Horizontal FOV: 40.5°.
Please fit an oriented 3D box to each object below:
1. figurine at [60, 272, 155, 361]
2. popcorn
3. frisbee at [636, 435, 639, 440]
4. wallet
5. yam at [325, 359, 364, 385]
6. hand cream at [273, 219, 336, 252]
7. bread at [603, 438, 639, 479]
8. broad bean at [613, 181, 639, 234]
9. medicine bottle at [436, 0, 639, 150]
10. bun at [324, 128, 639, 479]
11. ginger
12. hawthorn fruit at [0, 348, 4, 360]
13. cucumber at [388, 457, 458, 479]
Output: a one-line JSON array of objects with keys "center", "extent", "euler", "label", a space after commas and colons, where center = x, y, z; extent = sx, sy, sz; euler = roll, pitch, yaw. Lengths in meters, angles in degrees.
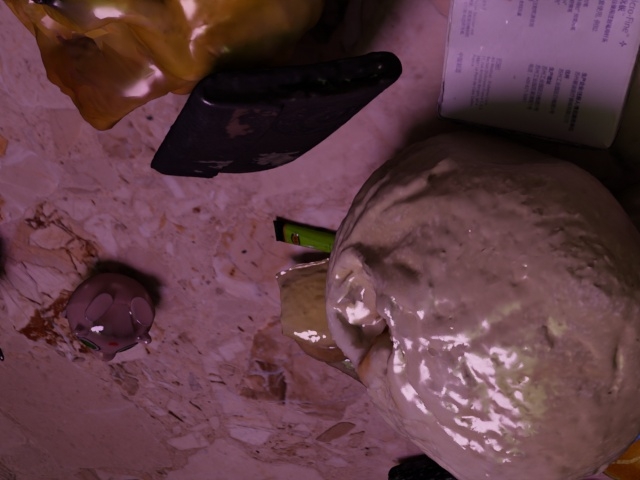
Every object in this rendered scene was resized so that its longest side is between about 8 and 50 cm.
[{"center": [-0.297, 0.107, 1.225], "extent": [0.125, 0.125, 0.138], "euler": [38, 152, -14], "label": "figurine"}, {"center": [-0.144, -0.229, 0.724], "extent": [0.297, 0.281, 0.315], "euler": [35, 127, 14], "label": "popcorn"}, {"center": [0.365, 0.146, 0.900], "extent": [0.045, 0.242, 0.242], "euler": [51, 143, 22], "label": "frisbee"}, {"center": [-0.057, -0.101, 0.805], "extent": [0.171, 0.044, 0.321], "euler": [-11, 176, -18], "label": "wallet"}, {"center": [0.122, 0.194, 1.161], "extent": [0.253, 0.061, 0.061], "euler": [25, 138, 1], "label": "yam"}, {"center": [0.000, 0.000, 1.052], "extent": [0.122, 0.023, 0.036], "euler": [13, 140, 18], "label": "hand cream"}, {"center": [0.405, 0.250, 1.078], "extent": [0.128, 0.069, 0.140], "euler": [28, 134, -5], "label": "bread"}, {"center": [0.324, 0.042, 0.892], "extent": [0.189, 0.121, 0.263], "euler": [19, 153, 0], "label": "broad bean"}, {"center": [0.195, -0.180, 0.758], "extent": [0.171, 0.052, 0.201], "euler": [12, 136, 14], "label": "medicine bottle"}, {"center": [0.139, 0.073, 0.827], "extent": [0.349, 0.227, 0.352], "euler": [-13, 94, 67], "label": "bun"}, {"center": [0.052, 0.093, 1.077], "extent": [0.193, 0.115, 0.122], "euler": [-9, 148, 16], "label": "ginger"}, {"center": [-0.576, 0.083, 1.230], "extent": [0.300, 0.254, 0.254], "euler": [42, 136, -1], "label": "hawthorn fruit"}, {"center": [0.207, 0.347, 1.268], "extent": [0.241, 0.074, 0.074], "euler": [-23, 120, 38], "label": "cucumber"}]
